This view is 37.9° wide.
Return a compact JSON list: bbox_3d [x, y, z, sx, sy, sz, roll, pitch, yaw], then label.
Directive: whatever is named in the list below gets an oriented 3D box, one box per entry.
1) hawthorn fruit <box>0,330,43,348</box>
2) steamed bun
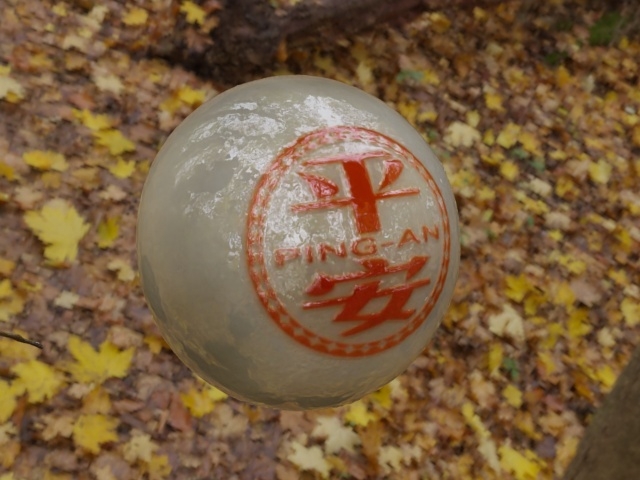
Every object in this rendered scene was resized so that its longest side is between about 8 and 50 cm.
[{"bbox_3d":[-0.321,0.090,0.743,0.163,0.162,0.203,38,48,20],"label":"hawthorn fruit"},{"bbox_3d":[0.000,0.000,0.622,0.232,0.231,0.145,8,-7,-33],"label":"steamed bun"}]
